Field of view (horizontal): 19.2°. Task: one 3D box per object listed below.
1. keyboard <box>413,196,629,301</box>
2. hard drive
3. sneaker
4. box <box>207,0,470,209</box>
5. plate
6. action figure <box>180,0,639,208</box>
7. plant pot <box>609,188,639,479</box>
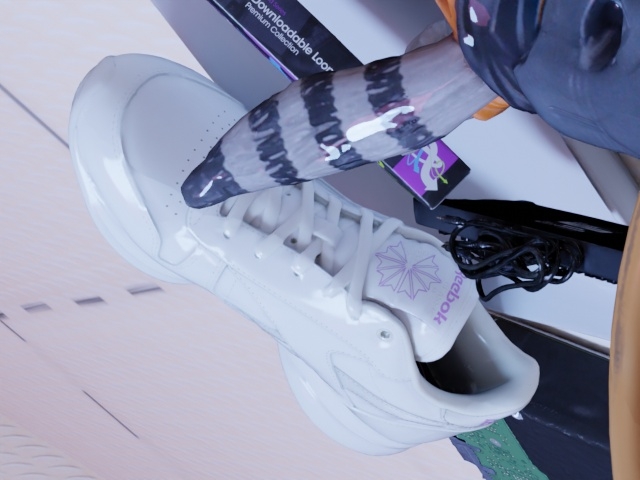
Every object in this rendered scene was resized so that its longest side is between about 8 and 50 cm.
[{"bbox_3d":[0.101,0.010,0.809,0.100,0.038,0.192,2,-173,-27],"label":"keyboard"},{"bbox_3d":[0.229,0.167,1.157,0.339,0.064,0.237,19,154,41],"label":"hard drive"},{"bbox_3d":[0.000,0.000,1.012,0.305,0.114,0.152,42,148,-27],"label":"sneaker"},{"bbox_3d":[-0.008,-0.085,0.848,0.162,0.029,0.116,45,-178,-12],"label":"box"},{"bbox_3d":[0.056,-0.058,0.969,0.277,0.045,0.278,15,151,50],"label":"plate"},{"bbox_3d":[0.120,-0.051,0.652,0.330,0.178,0.341,8,150,45],"label":"action figure"},{"bbox_3d":[0.236,0.047,0.425,0.291,0.203,0.291,16,110,53],"label":"plant pot"}]
